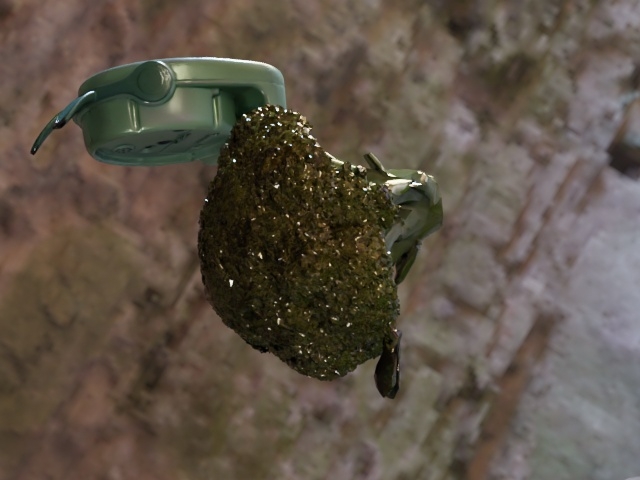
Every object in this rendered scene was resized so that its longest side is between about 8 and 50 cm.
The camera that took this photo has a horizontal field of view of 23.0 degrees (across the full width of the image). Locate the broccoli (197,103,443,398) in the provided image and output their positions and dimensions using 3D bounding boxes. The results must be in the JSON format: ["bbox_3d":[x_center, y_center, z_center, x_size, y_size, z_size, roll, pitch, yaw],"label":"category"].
[{"bbox_3d":[0.000,0.000,0.743,0.120,0.130,0.131,-25,26,-24],"label":"broccoli"}]

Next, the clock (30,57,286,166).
[{"bbox_3d":[-0.094,-0.070,0.882,0.101,0.135,0.041,-25,70,61],"label":"clock"}]

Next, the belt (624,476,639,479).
[{"bbox_3d":[0.234,0.247,0.673,0.436,0.300,0.173,49,-138,-51],"label":"belt"}]
